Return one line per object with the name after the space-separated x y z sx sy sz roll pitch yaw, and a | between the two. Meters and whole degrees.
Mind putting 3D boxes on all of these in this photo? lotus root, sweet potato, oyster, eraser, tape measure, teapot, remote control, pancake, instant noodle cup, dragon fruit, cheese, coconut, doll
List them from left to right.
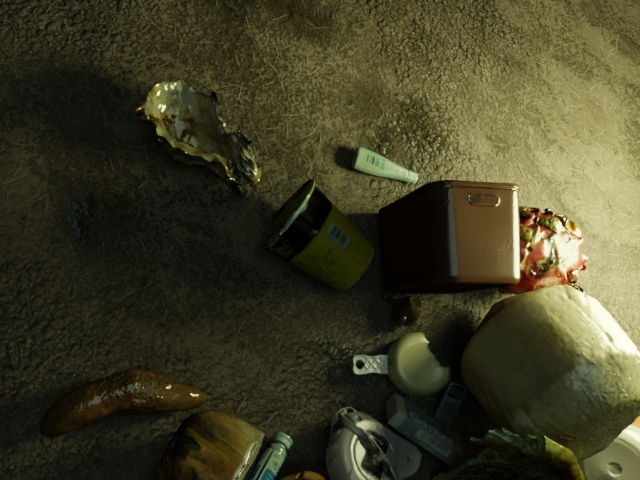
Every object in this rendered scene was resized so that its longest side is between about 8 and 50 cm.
-0.416 0.332 1.067 0.341 0.092 0.114 -6 104 -18 | sweet potato
-0.242 0.481 1.013 0.191 0.272 0.272 31 70 3 | lotus root
-0.280 -0.255 1.227 0.336 0.133 0.198 35 67 -9 | oyster
0.000 0.000 1.224 0.236 0.215 0.216 38 69 -13 | instant noodle cup
0.108 0.512 1.151 0.236 0.120 0.197 37 42 -4 | tape measure
0.207 0.175 1.305 0.110 0.080 0.085 40 39 9 | teapot
0.206 0.333 1.266 0.248 0.071 0.164 -17 81 -21 | cheese
0.259 0.469 1.236 0.212 0.092 0.046 35 105 -7 | eraser
0.331 0.424 1.288 0.053 0.018 0.125 23 97 -10 | remote control
0.441 0.547 1.137 0.304 0.427 0.067 12 48 0 | pancake
0.550 0.035 1.350 0.290 0.250 0.270 10 76 -30 | dragon fruit
0.547 0.298 1.216 0.344 0.415 0.416 25 69 -34 | coconut
0.816 0.585 1.354 0.220 0.221 0.251 16 95 -13 | doll

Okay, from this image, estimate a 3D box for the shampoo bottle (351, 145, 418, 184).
0.182 -0.203 1.406 0.190 0.041 0.069 18 67 -13 | shampoo bottle

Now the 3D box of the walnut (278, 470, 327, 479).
-0.047 0.600 1.108 0.166 0.087 0.212 6 96 -5 | walnut

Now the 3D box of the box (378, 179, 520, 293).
0.309 0.007 1.238 0.239 0.339 0.230 3 79 -17 | box

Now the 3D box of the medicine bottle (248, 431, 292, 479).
-0.123 0.513 1.093 0.051 0.051 0.191 41 44 -4 | medicine bottle
